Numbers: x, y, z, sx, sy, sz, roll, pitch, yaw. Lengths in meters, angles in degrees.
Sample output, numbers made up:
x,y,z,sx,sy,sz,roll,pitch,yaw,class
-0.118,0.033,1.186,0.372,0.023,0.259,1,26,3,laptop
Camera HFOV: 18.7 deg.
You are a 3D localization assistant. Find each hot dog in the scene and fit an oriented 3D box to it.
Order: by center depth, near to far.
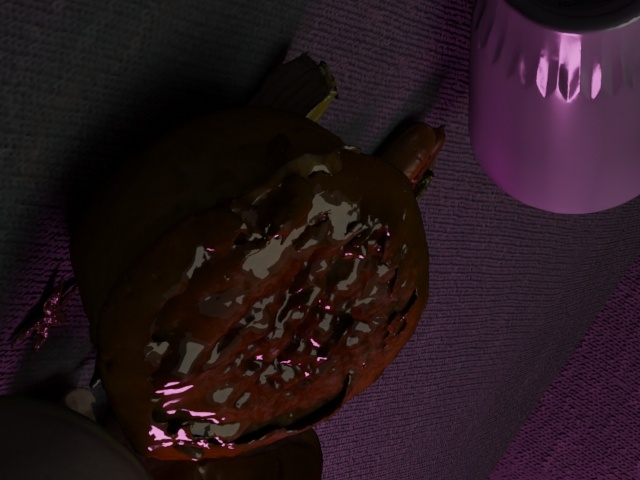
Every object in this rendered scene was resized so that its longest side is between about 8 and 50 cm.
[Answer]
x,y,z,sx,sy,sz,roll,pitch,yaw,class
0.071,-0.049,2.264,0.235,0.062,0.092,-51,157,-9,hot dog

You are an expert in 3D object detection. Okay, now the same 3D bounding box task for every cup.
x,y,z,sx,sy,sz,roll,pitch,yaw,class
0.290,-0.219,2.207,0.253,0.253,0.371,-47,156,-18,cup

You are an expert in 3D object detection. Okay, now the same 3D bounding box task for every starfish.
x,y,z,sx,sy,sz,roll,pitch,yaw,class
-0.253,0.070,1.802,0.092,0.016,0.086,-39,154,-29,starfish

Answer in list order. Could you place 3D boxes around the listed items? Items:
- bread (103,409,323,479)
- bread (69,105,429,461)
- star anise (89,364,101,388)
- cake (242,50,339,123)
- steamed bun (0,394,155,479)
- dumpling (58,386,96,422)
x,y,z,sx,sy,sz,roll,pitch,yaw,class
-0.135,0.294,2.124,0.279,0.225,0.250,-12,126,-51,bread
-0.075,0.038,1.787,0.337,0.204,0.358,-32,143,-17,bread
-0.165,0.090,1.969,0.182,0.065,0.195,-45,158,-10,star anise
-0.067,-0.100,1.880,0.116,0.079,0.185,-15,149,-41,cake
-0.256,0.275,1.724,0.309,0.309,0.309,-45,159,-23,steamed bun
-0.252,0.217,1.932,0.188,0.108,0.127,102,10,-45,dumpling
